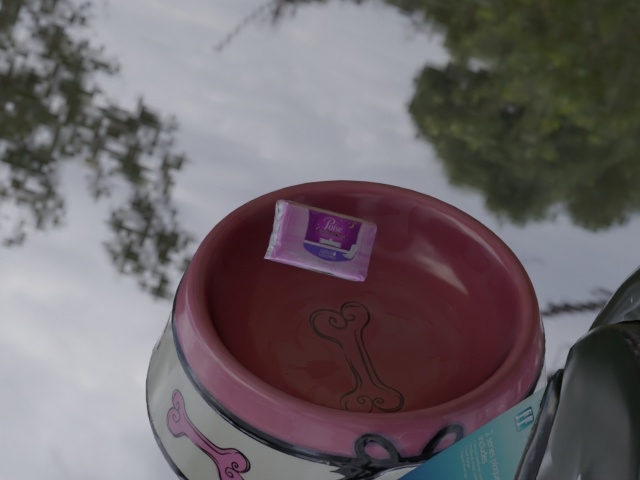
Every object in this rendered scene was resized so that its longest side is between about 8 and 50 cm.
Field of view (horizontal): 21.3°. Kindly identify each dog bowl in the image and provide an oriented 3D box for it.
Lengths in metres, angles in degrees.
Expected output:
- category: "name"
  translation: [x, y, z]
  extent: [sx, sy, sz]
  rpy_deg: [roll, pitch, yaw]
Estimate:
- category: "dog bowl"
  translation: [0.034, 0.102, 1.666]
  extent: [0.408, 0.150, 0.408]
  rpy_deg: [4, -138, -4]

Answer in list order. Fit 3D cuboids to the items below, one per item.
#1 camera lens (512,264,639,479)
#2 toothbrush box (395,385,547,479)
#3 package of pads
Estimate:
- category: "camera lens"
  translation: [0.187, 0.124, 0.447]
  extent: [0.274, 0.219, 0.219]
  rpy_deg: [15, -170, -6]
- category: "toothbrush box"
  translation: [0.237, 0.209, 1.318]
  extent: [0.216, 0.295, 0.126]
  rpy_deg: [36, -149, -33]
- category: "package of pads"
  translation: [0.000, 0.000, 1.368]
  extent: [0.083, 0.050, 0.032]
  rpy_deg: [14, 176, -17]
